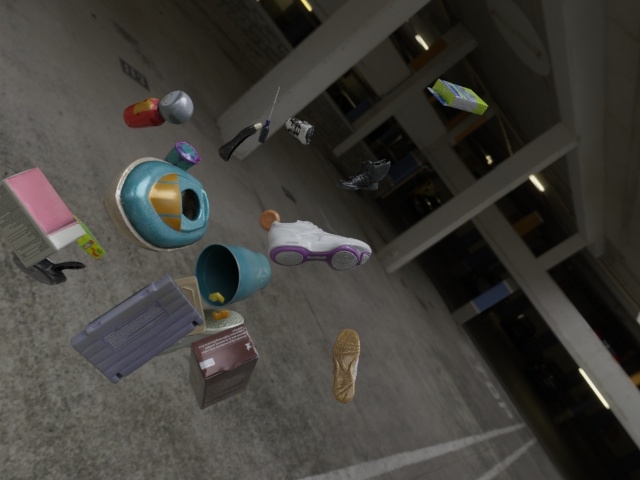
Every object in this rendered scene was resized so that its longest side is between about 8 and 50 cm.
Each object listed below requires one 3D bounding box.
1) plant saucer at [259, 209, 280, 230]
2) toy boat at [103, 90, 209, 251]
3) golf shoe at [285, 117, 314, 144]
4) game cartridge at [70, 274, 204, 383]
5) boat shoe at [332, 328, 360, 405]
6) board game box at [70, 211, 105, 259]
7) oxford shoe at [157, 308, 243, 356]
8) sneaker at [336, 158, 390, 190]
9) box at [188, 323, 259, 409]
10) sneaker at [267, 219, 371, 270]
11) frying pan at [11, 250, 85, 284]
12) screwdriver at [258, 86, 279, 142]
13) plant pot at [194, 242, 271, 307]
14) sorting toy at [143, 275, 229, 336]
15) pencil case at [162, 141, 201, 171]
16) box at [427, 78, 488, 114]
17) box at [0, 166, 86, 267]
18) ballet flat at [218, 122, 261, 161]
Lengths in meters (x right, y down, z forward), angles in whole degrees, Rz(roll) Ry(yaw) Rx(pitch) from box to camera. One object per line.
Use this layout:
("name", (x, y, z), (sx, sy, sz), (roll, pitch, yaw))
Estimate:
("plant saucer", (-0.196, -0.077, 1.843), (0.083, 0.083, 0.013), (58, 11, 15))
("toy boat", (-0.314, -0.136, 0.970), (0.267, 0.148, 0.318), (-7, 91, -71))
("golf shoe", (-0.081, -0.399, 1.744), (0.094, 0.077, 0.198), (16, 15, -18))
("game cartridge", (-0.588, 0.287, 1.570), (0.068, 0.355, 0.230), (39, -20, 55))
("boat shoe", (0.086, 0.463, 1.756), (0.096, 0.098, 0.277), (93, 7, -56))
("board game box", (-0.844, -0.017, 1.712), (0.181, 0.043, 0.092), (40, -16, 32))
("oxford shoe", (-0.569, 0.414, 2.172), (0.449, 0.130, 0.169), (-10, 29, -26))
("sneaker", (0.124, -0.192, 1.387), (0.170, 0.089, 0.051), (-3, 22, -33))
("box", (-0.351, 0.452, 1.691), (0.191, 0.381, 0.143), (-17, 65, -27))
("sneaker", (0.000, 0.000, 1.348), (0.305, 0.114, 0.152), (7, 43, -20))
("frying pan", (-0.890, 0.106, 1.599), (0.197, 0.326, 0.053), (87, 24, -52))
("screwdriver", (-0.147, -0.362, 1.394), (0.024, 0.170, 0.025), (18, 27, -11))
("plant pot", (-0.366, 0.143, 2.117), (0.255, 0.271, 0.272), (-2, 56, -56))
("sorting toy", (-0.526, 0.260, 1.888), (0.041, 0.307, 0.229), (133, -54, -85))
("pencil case", (-0.370, -0.173, 1.201), (0.070, 0.151, 0.064), (39, 27, -19))
("box", (0.441, -0.461, 1.543), (0.178, 0.042, 0.109), (2, 44, -34))
("box", (-0.823, -0.066, 1.374), (0.232, 0.148, 0.127), (60, 25, -16))
("ballet flat", (-0.257, -0.323, 1.567), (0.049, 0.173, 0.057), (53, 8, 0))
